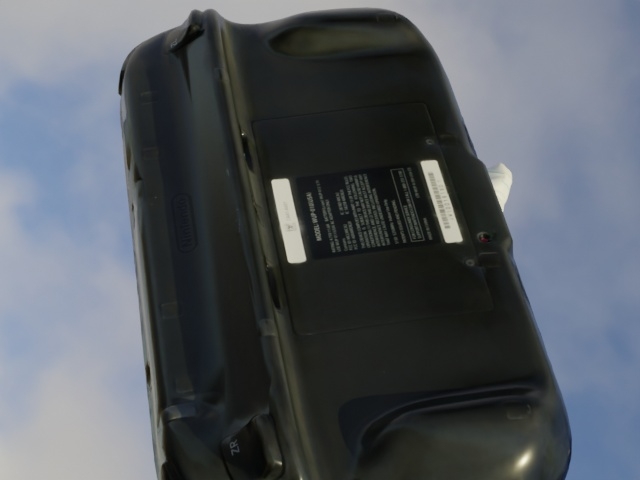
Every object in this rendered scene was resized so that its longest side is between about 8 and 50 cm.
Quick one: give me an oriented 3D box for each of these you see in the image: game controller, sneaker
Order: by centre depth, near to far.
[{"bbox_3d":[0.000,0.000,0.652,0.319,0.166,0.067,-103,-164,-44],"label":"game controller"},{"bbox_3d":[0.142,-0.043,1.523,0.152,0.061,0.053,-9,-51,46],"label":"sneaker"}]
